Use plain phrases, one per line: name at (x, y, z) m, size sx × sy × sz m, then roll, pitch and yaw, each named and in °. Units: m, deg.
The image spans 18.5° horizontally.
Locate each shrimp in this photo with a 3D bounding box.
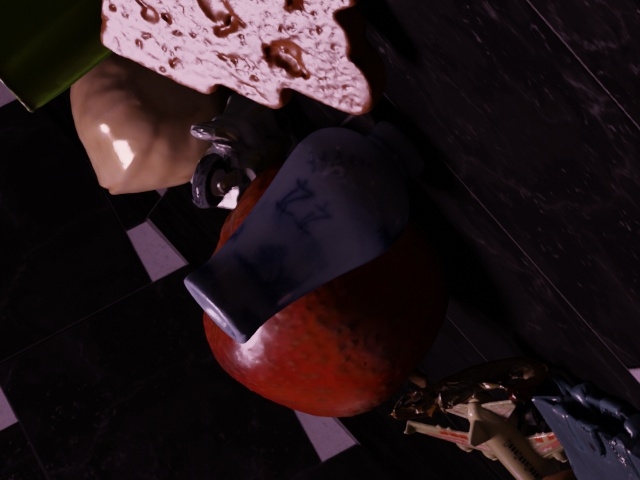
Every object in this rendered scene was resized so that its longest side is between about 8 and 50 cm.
shrimp at (0.169, 0.166, 2.117) m, size 0.124 × 0.178 × 0.034 m, roll 12°, pitch 117°, yaw 61°

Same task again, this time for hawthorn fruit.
hawthorn fruit at (0.009, 0.064, 2.133) m, size 0.300 × 0.275 × 0.275 m, roll 39°, pitch 172°, yaw -14°

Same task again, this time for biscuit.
biscuit at (-0.086, -0.217, 1.741) m, size 0.306 × 0.043 × 0.284 m, roll -8°, pitch 126°, yaw 41°

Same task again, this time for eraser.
eraser at (-0.244, -0.275, 1.878) m, size 0.210 × 0.274 × 0.092 m, roll 49°, pitch 168°, yaw -7°

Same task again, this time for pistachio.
pistachio at (-0.205, -0.161, 2.338) m, size 0.193 × 0.214 × 0.318 m, roll 29°, pitch -173°, yaw -12°

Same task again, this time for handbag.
handbag at (0.320, 0.232, 2.027) m, size 0.179 × 0.062 × 0.229 m, roll 53°, pitch 168°, yaw -26°

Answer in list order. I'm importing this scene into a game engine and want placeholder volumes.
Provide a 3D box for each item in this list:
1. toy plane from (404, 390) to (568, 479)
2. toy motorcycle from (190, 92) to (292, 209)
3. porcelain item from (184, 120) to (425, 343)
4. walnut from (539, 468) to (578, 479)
toy plane at (0.222, 0.225, 2.254) m, size 0.229 × 0.092 × 0.244 m, roll -3°, pitch 158°, yaw 31°
toy motorcycle at (-0.085, -0.107, 2.230) m, size 0.074 × 0.151 × 0.229 m, roll 12°, pitch -172°, yaw 25°
porcelain item at (-0.011, -0.014, 1.926) m, size 0.141 × 0.259 × 0.141 m, roll 47°, pitch 169°, yaw 12°
walnut at (0.294, 0.329, 2.223) m, size 0.166 × 0.167 × 0.149 m, roll -159°, pitch 67°, yaw -69°
